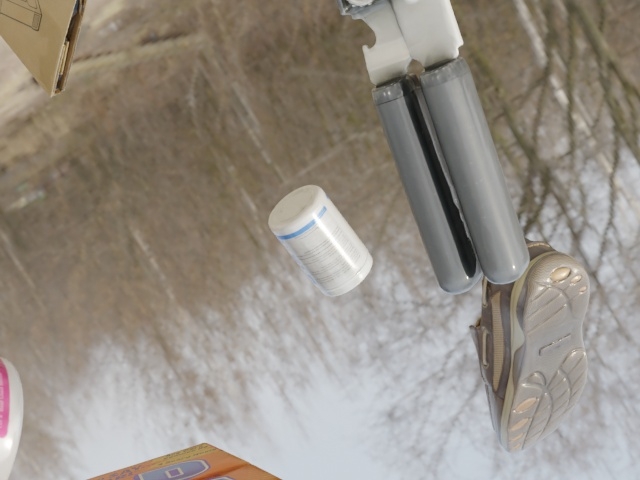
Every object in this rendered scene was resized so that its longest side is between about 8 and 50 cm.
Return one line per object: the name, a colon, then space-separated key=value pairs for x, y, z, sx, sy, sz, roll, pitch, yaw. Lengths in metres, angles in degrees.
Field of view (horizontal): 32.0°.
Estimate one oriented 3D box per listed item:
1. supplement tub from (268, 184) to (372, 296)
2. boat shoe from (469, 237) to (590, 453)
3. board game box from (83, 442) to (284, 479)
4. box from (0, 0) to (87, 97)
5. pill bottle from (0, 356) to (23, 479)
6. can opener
supplement tub: x=0.000 y=0.000 z=1.195 sx=0.071 sy=0.107 sz=0.071 roll=-29 pitch=-153 yaw=16
boat shoe: x=0.275 y=0.134 z=1.495 sx=0.132 sy=0.356 sz=0.130 roll=-18 pitch=-138 yaw=-22
board game box: x=-0.197 y=0.461 z=1.201 sx=0.356 sy=0.357 sz=0.356 roll=-14 pitch=-175 yaw=-23
box: x=-0.322 y=-0.275 z=1.175 sx=0.021 sy=0.201 sz=0.164 roll=-30 pitch=163 yaw=-36
pill bottle: x=-0.452 y=0.172 z=1.087 sx=0.283 sy=0.161 sz=0.160 roll=15 pitch=157 yaw=-33
can opener: x=0.082 y=-0.102 z=0.789 sx=0.074 sy=0.281 sz=0.093 roll=-15 pitch=-174 yaw=32
